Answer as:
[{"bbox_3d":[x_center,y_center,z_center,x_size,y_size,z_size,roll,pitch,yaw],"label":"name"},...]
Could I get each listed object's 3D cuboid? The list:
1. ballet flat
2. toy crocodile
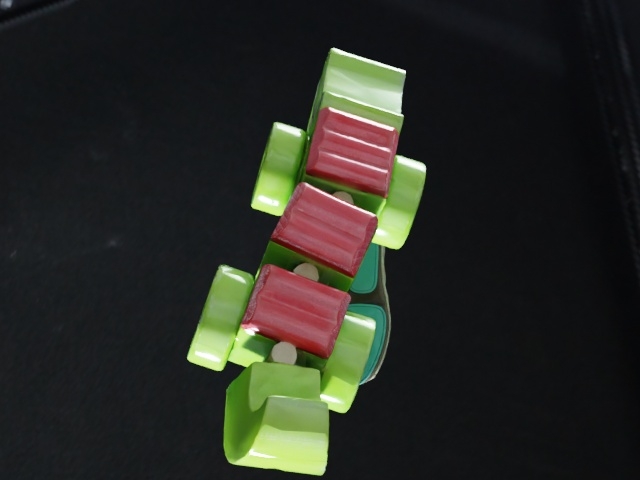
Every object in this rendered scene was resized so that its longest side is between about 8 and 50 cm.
[{"bbox_3d":[0.040,0.052,1.091,0.057,0.052,0.168,6,-86,8],"label":"ballet flat"},{"bbox_3d":[0.000,0.000,0.785,0.115,0.105,0.340,20,-124,-3],"label":"toy crocodile"}]
